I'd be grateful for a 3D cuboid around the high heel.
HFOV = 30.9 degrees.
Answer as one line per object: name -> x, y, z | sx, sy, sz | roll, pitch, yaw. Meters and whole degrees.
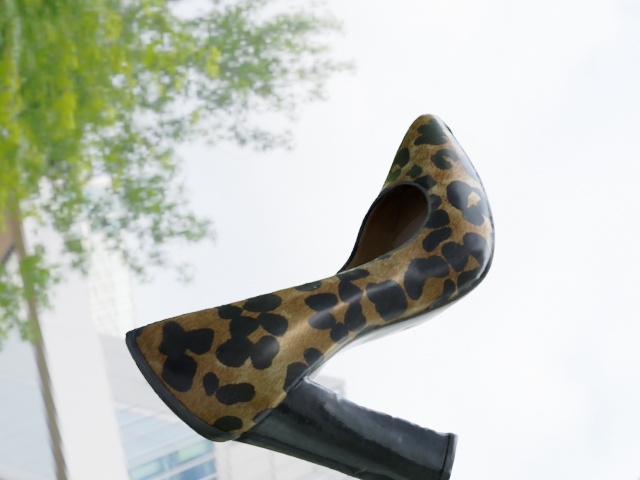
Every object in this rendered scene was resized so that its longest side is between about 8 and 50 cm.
high heel -> 0.000, 0.000, 0.649 | 0.093, 0.186, 0.261 | -41, -147, 49
